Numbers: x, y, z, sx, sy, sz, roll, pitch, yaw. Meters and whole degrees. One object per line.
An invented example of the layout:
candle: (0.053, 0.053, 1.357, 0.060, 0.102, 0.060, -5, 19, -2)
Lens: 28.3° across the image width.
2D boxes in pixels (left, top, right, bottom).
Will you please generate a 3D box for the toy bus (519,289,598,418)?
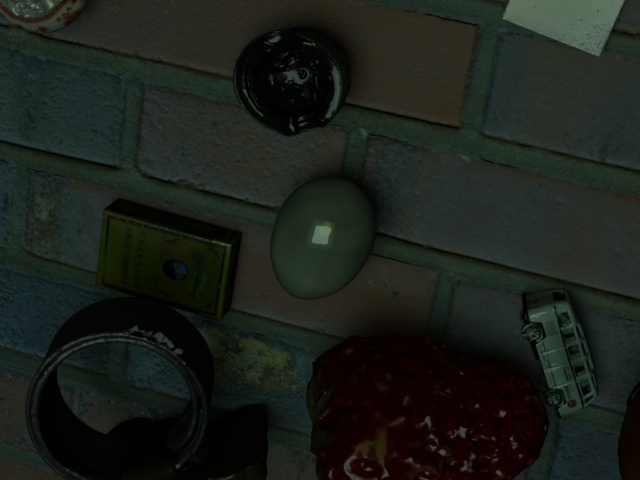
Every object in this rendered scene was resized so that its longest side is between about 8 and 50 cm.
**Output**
toy bus: (0.359, 0.168, 1.902, 0.089, 0.087, 0.194, -17, 104, 11)

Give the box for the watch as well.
watch: (-0.277, 0.253, 2.011, 0.335, 0.314, 0.327, -16, 110, 6)

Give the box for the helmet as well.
helmet: (-0.028, -0.241, 1.844, 0.177, 0.107, 0.153, -3, 114, 38)

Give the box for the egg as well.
egg: (0.000, 0.000, 1.902, 0.151, 0.151, 0.209, 31, 123, 3)

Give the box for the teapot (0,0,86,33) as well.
teapot: (-0.434, -0.388, 1.900, 0.245, 0.116, 0.159, -12, 120, 18)

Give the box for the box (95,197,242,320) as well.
box: (-0.244, 0.030, 2.035, 0.220, 0.064, 0.141, 15, 114, 8)

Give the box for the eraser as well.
eraser: (0.336, -0.327, 1.745, 0.150, 0.023, 0.104, 23, 116, 6)

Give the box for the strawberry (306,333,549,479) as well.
strawberry: (0.159, 0.269, 1.884, 0.345, 0.317, 0.295, -16, 109, 8)

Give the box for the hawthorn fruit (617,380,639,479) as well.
hawthorn fruit: (0.561, 0.290, 1.772, 0.316, 0.316, 0.316, 6, 112, 14)
